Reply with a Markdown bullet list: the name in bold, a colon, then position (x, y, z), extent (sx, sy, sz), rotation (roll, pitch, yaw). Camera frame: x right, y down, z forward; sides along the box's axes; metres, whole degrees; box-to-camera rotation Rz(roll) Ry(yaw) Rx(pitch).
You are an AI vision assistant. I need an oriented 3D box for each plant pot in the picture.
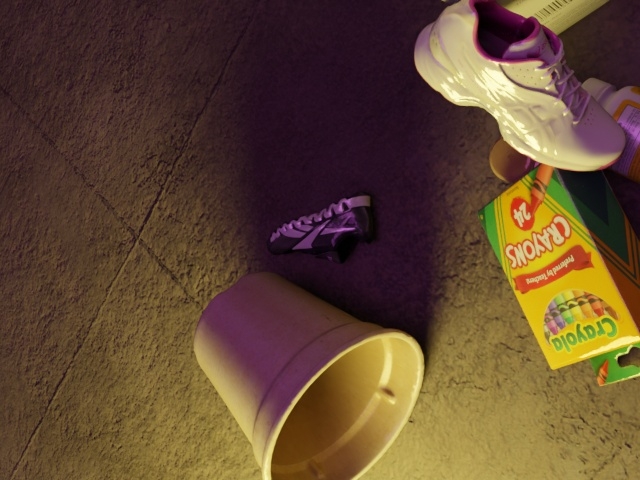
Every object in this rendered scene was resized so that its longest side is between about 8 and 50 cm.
- **plant pot**: position (-0.046, 0.218, 1.258), extent (0.305, 0.333, 0.334), rotation (36, 111, 40)

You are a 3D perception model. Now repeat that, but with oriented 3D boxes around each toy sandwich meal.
- **toy sandwich meal**: position (0.308, -0.131, 1.157), extent (0.085, 0.029, 0.086), rotation (2, 93, 38)

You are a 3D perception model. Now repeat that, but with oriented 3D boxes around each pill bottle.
- **pill bottle**: position (0.447, -0.141, 1.009), extent (0.208, 0.119, 0.119), rotation (32, 109, 28)

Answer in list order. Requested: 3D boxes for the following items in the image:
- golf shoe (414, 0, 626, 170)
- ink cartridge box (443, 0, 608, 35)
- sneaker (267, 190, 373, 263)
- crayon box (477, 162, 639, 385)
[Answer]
- **golf shoe**: position (0.266, -0.192, 0.912), extent (0.306, 0.140, 0.115), rotation (29, 67, -7)
- **ink cartridge box**: position (0.294, -0.418, 0.940), extent (0.279, 0.384, 0.160), rotation (-30, 75, 30)
- **sneaker**: position (0.000, 0.000, 1.333), extent (0.234, 0.078, 0.106), rotation (-23, 77, 30)
- **crayon box**: position (0.365, 0.052, 1.039), extent (0.319, 0.081, 0.202), rotation (66, 155, 13)
